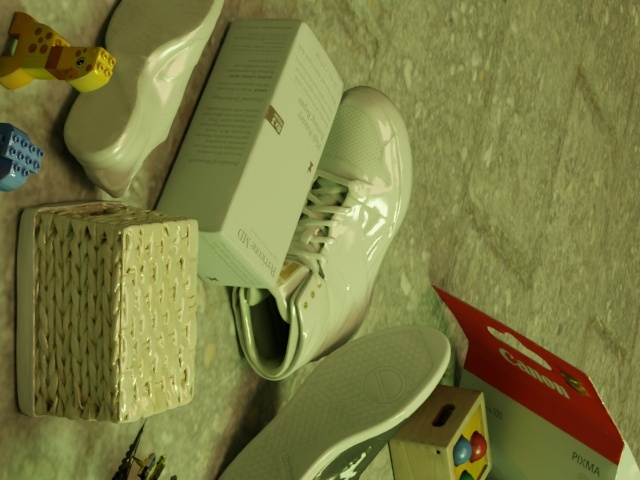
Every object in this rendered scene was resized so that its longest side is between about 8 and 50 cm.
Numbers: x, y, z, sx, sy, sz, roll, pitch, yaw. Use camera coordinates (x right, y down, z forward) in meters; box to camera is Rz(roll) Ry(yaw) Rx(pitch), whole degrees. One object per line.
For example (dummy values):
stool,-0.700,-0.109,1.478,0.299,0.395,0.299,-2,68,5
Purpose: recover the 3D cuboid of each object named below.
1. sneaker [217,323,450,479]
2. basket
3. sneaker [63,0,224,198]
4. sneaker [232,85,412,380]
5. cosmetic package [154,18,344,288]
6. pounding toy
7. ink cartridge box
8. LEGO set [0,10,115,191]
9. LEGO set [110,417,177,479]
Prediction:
sneaker,0.024,0.213,1.344,0.296,0.104,0.147,-42,145,-12
basket,-0.164,0.056,1.027,0.113,0.103,0.167,-10,104,-60
sneaker,-0.141,-0.132,1.085,0.212,0.080,0.094,-62,157,-24
sneaker,0.000,0.000,1.286,0.169,0.108,0.292,-26,130,-58
cosmetic package,-0.062,-0.082,1.214,0.117,0.085,0.231,50,50,-53
pounding toy,0.168,0.229,1.691,0.181,0.094,0.206,-46,135,-49
ink cartridge box,0.281,0.261,1.705,0.091,0.308,0.385,-42,127,-13
LEGO set,-0.207,-0.114,0.925,0.087,0.093,0.227,36,63,-59
LEGO set,-0.178,0.311,1.024,0.331,0.192,0.255,-62,176,-13
